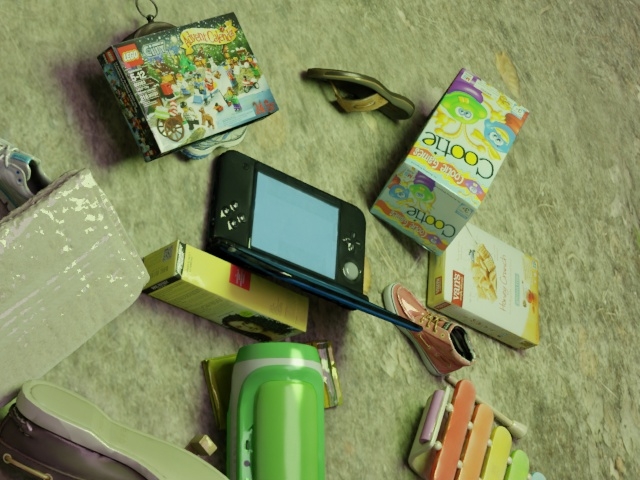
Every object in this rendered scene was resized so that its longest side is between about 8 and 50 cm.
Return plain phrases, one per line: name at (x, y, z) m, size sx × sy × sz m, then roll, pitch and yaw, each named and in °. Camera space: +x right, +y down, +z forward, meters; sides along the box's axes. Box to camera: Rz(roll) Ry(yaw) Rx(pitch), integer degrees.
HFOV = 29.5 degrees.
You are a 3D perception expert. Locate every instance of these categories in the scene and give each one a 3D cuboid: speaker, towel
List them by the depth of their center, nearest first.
towel at (-0.343, 0.054, 1.463) m, size 0.282 × 0.049 × 0.187 m, roll -40°, pitch 116°, yaw -35°
speaker at (-0.057, 0.291, 1.617) m, size 0.131 × 0.131 × 0.296 m, roll 13°, pitch 69°, yaw -40°
towel at (-0.062, 0.202, 1.737) m, size 0.237 × 0.021 × 0.102 m, roll -5°, pitch 76°, yaw -44°

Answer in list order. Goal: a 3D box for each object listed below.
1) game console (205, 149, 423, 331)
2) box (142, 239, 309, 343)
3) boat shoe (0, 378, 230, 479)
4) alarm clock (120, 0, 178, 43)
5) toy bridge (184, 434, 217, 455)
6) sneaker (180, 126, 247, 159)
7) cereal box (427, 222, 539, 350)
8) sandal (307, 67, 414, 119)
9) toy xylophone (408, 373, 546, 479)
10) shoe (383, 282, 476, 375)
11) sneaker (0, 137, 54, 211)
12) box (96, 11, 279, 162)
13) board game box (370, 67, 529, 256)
game console at (0.000, 0.000, 1.772) m, size 0.293 × 0.173 × 0.250 m, roll 24°, pitch 58°, yaw -36°
box at (-0.130, 0.075, 1.680) m, size 0.232 × 0.087 × 0.058 m, roll 26°, pitch 56°, yaw -33°
boat shoe at (-0.228, 0.283, 1.436) m, size 0.324 × 0.096 × 0.116 m, roll 31°, pitch 11°, yaw -11°
alarm clock at (-0.231, -0.267, 1.747) m, size 0.129 × 0.064 × 0.192 m, roll -6°, pitch 74°, yaw -45°
toy bridge at (-0.208, 0.319, 1.517) m, size 0.026 × 0.063 × 0.188 m, roll 50°, pitch 60°, yaw -17°
sneaker at (-0.146, -0.165, 1.771) m, size 0.052 × 0.058 × 0.135 m, roll 37°, pitch 42°, yaw 14°
cereal box at (0.285, 0.072, 2.101) m, size 0.240 × 0.047 × 0.173 m, roll 26°, pitch 55°, yaw -34°
sandal at (0.068, -0.234, 2.015) m, size 0.219 × 0.090 × 0.060 m, roll 23°, pitch 80°, yaw -44°
toy xylophone at (0.262, 0.343, 1.944) m, size 0.323 × 0.081 × 0.236 m, roll 35°, pitch 51°, yaw -29°
shoe at (0.178, 0.135, 1.950) m, size 0.178 × 0.081 × 0.063 m, roll 57°, pitch 45°, yaw -10°
sneaker at (-0.393, -0.101, 1.505) m, size 0.191 × 0.083 × 0.071 m, roll 39°, pitch 52°, yaw -24°
box at (-0.180, -0.217, 1.694) m, size 0.233 × 0.044 × 0.159 m, roll -27°, pitch 93°, yaw -43°
board game box at (0.219, -0.134, 2.029) m, size 0.144 × 0.142 × 0.275 m, roll 33°, pitch 49°, yaw 0°
